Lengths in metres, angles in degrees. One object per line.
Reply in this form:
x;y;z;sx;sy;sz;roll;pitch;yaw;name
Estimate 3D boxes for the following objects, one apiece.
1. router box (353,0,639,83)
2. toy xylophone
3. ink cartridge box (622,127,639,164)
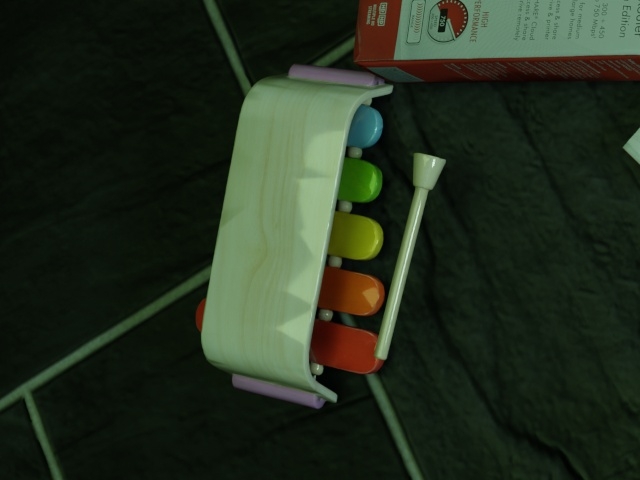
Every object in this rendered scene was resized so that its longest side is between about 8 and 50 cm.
0.193;-0.307;1.643;0.301;0.082;0.335;1;80;31;router box
0.000;0.000;1.743;0.236;0.081;0.322;20;95;30;toy xylophone
0.314;-0.100;1.599;0.115;0.029;0.063;-50;63;18;ink cartridge box
